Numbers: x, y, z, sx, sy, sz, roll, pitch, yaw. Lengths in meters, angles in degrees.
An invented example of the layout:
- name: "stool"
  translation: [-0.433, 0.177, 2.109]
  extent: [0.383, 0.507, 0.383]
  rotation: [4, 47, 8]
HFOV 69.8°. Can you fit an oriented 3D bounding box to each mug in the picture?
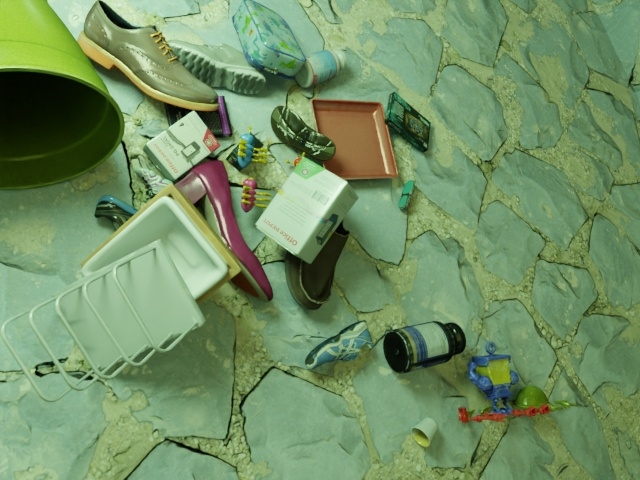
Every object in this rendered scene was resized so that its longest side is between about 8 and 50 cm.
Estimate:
- name: "mug"
  translation: [0.294, 0.532, 1.281]
  extent: [0.062, 0.078, 0.064]
  rotation: [39, 48, 25]

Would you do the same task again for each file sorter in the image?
- name: "file sorter"
  translation: [-0.409, 0.156, 0.876]
  extent: [0.278, 0.173, 0.192]
  rotation: [-25, 99, 13]

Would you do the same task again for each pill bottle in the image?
- name: "pill bottle"
  translation: [0.299, 0.296, 1.301]
  extent: [0.220, 0.123, 0.122]
  rotation: [-5, 79, -27]
- name: "pill bottle"
  translation: [0.001, -0.530, 1.399]
  extent: [0.160, 0.087, 0.087]
  rotation: [-30, 91, -28]

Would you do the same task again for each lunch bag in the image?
- name: "lunch bag"
  translation: [-0.143, -0.564, 1.296]
  extent: [0.176, 0.090, 0.218]
  rotation: [2, 56, -44]

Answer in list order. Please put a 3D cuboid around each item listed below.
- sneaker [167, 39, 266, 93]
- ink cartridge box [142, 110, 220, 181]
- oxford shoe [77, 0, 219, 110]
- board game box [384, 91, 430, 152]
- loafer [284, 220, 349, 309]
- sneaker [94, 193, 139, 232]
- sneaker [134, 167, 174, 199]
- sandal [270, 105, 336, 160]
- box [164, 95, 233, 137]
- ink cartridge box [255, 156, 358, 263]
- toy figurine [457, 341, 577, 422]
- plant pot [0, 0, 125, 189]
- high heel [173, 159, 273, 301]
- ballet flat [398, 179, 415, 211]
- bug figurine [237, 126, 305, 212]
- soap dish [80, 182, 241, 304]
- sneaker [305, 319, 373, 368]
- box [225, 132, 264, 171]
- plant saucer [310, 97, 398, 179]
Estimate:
- name: "sneaker"
  translation: [-0.291, -0.486, 1.255]
  extent: [0.282, 0.105, 0.115]
  rotation: [9, 59, -31]
- name: "ink cartridge box"
  translation: [-0.346, -0.233, 1.144]
  extent: [0.150, 0.063, 0.109]
  rotation: [-44, 110, -21]
- name: "oxford shoe"
  translation: [-0.404, -0.440, 1.117]
  extent: [0.364, 0.132, 0.130]
  rotation: [28, 28, -11]
- name: "board game box"
  translation: [0.290, -0.388, 1.508]
  extent: [0.186, 0.026, 0.126]
  rotation: [30, 58, -29]
- name: "loafer"
  translation: [0.000, 0.000, 1.201]
  extent: [0.134, 0.130, 0.365]
  rotation: [10, 81, -40]
- name: "sneaker"
  translation: [-0.438, -0.033, 1.075]
  extent: [0.188, 0.067, 0.078]
  rotation: [33, 86, -16]
- name: "sneaker"
  translation: [-0.415, -0.131, 1.118]
  extent: [0.098, 0.038, 0.069]
  rotation: [25, 66, -17]
- name: "sandal"
  translation: [-0.049, -0.304, 1.319]
  extent: [0.220, 0.060, 0.089]
  rotation: [31, 100, 4]
- name: "box"
  translation: [-0.325, -0.329, 1.221]
  extent: [0.162, 0.029, 0.115]
  rotation: [-9, 80, -29]
- name: "ink cartridge box"
  translation: [-0.034, -0.073, 1.133]
  extent: [0.154, 0.093, 0.212]
  rotation: [34, 87, 29]
- name: "toy figurine"
  translation: [0.564, 0.407, 1.371]
  extent: [0.363, 0.191, 0.217]
  rotation: [1, 71, -27]
- name: "plant pot"
  translation: [-0.636, -0.347, 0.923]
  extent: [0.367, 0.366, 0.352]
  rotation: [-16, 72, -28]
- name: "high heel"
  translation: [-0.203, -0.030, 1.151]
  extent: [0.181, 0.127, 0.377]
  rotation: [-42, 101, -35]
- name: "ballet flat"
  translation: [0.277, -0.139, 1.461]
  extent: [0.041, 0.041, 0.114]
  rotation: [31, 65, -16]
- name: "bug figurine"
  translation: [-0.131, -0.162, 1.218]
  extent: [0.279, 0.072, 0.216]
  rotation: [17, 79, -45]
- name: "soap dish"
  translation: [-0.339, 0.051, 0.991]
  extent: [0.291, 0.118, 0.228]
  rotation: [-37, 95, 15]
- name: "sneaker"
  translation: [0.055, 0.287, 1.210]
  extent: [0.211, 0.080, 0.081]
  rotation: [-24, 85, -28]
- name: "box"
  translation: [-0.204, -0.238, 1.235]
  extent: [0.052, 0.062, 0.083]
  rotation: [42, 63, -12]
- name: "plant saucer"
  translation: [0.098, -0.303, 1.408]
  extent: [0.259, 0.048, 0.258]
  rotation: [-6, 78, -27]
